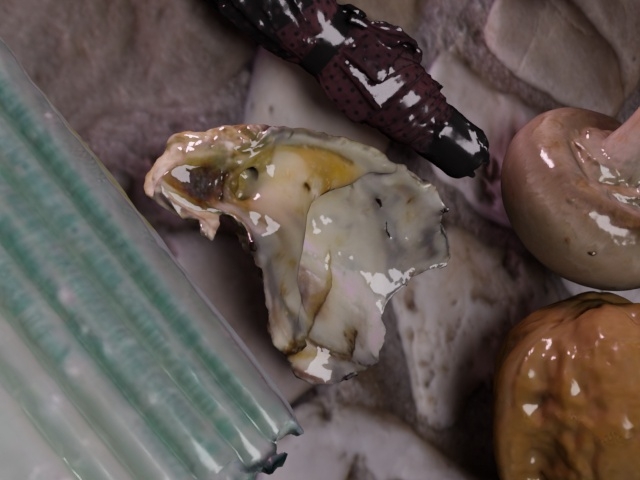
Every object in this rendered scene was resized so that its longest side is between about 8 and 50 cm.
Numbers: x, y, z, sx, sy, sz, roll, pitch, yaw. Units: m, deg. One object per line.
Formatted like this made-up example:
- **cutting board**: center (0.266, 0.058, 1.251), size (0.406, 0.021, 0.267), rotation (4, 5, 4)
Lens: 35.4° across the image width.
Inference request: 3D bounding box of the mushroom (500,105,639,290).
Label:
- **mushroom**: center (0.292, -0.064, 0.979), size (0.207, 0.215, 0.207), rotation (24, 37, -20)

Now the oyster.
- **oyster**: center (-0.007, 0.000, 0.867), size (0.275, 0.100, 0.271), rotation (-35, 110, -41)

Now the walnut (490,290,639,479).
- **walnut**: center (0.274, 0.181, 0.967), size (0.257, 0.224, 0.257), rotation (-3, 96, -27)

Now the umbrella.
- **umbrella**: center (0.024, -0.164, 0.880), size (0.326, 0.094, 0.090), rotation (34, 28, -17)

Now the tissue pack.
- **tissue pack**: center (-0.203, 0.013, 0.558), size (0.162, 0.287, 0.388), rotation (-37, 85, -23)
